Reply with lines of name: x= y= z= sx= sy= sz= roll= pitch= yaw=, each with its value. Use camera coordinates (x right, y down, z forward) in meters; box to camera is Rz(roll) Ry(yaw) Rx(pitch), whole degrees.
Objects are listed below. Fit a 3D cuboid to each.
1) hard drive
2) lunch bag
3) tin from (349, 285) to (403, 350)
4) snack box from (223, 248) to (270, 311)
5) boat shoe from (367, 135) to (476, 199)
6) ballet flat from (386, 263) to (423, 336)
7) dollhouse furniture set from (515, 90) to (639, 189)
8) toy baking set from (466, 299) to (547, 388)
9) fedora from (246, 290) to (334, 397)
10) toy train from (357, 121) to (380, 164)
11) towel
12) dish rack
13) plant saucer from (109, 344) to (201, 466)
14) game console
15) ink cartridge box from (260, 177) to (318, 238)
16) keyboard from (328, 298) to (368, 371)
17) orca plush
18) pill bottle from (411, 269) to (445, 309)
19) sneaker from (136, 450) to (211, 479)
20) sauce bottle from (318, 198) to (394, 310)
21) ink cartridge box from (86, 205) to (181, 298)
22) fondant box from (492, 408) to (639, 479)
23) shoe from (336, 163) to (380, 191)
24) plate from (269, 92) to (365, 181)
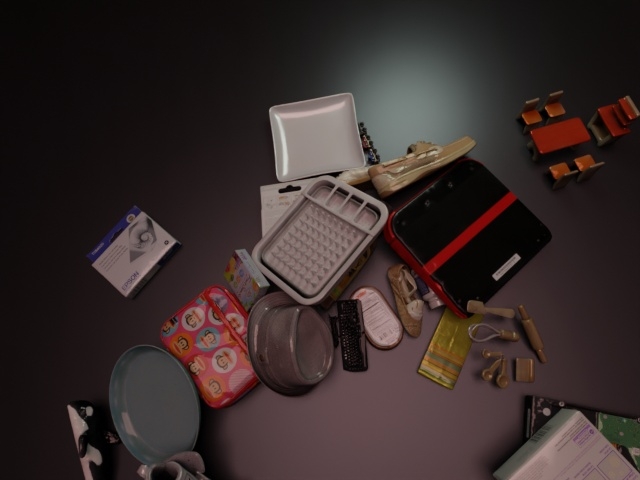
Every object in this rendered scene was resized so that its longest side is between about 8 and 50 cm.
hard drive: x=0.660 y=0.520 z=1.020 sx=0.339 sy=0.064 sz=0.237 roll=8 pitch=73 yaw=9
lunch bag: x=-0.256 y=0.275 z=1.176 sx=0.258 sy=0.120 sz=0.293 roll=-39 pitch=72 yaw=-12
tin: x=0.153 y=0.211 z=1.191 sx=0.106 sy=0.040 sz=0.190 roll=-31 pitch=71 yaw=-9
snack box: x=-0.202 y=0.106 z=1.169 sx=0.141 sy=0.037 sz=0.100 roll=51 pitch=128 yaw=28
boat shoe: x=0.298 y=-0.238 z=1.251 sx=0.341 sy=0.121 sz=0.110 roll=-27 pitch=84 yaw=-15
ballet flat: x=0.239 y=0.156 z=1.174 sx=0.073 sy=0.067 sz=0.206 roll=-4 pitch=66 yaw=-40
dollhouse furniture set: x=0.742 y=-0.316 z=1.246 sx=0.259 sy=0.135 sz=0.262 roll=-17 pitch=71 yaw=1
toy baking set: x=0.472 y=0.253 z=1.094 sx=0.196 sy=0.030 sz=0.256 roll=-19 pitch=90 yaw=-18
fedora: x=-0.055 y=0.256 z=1.093 sx=0.243 sy=0.124 sz=0.275 roll=3 pitch=74 yaw=-36
toy train: x=0.147 y=-0.305 z=1.364 sx=0.036 sy=0.027 sz=0.158 roll=-23 pitch=71 yaw=2
towel: x=0.352 y=0.269 z=1.160 sx=0.102 sy=0.021 sz=0.237 roll=27 pitch=76 yaw=8
dish rack: x=0.000 y=0.000 z=1.162 sx=0.285 sy=0.072 sz=0.333 roll=34 pitch=78 yaw=37
plant saucer: x=-0.424 y=0.423 z=1.118 sx=0.317 sy=0.043 sz=0.318 roll=1 pitch=93 yaw=26
game console: x=0.403 y=-0.025 z=1.198 sx=0.386 sy=0.060 sz=0.342 roll=-37 pitch=79 yaw=-18
ink cartridge box: x=-0.080 y=-0.063 z=1.300 sx=0.189 sy=0.066 sz=0.232 roll=-8 pitch=63 yaw=4
keyboard: x=0.069 y=0.257 z=1.163 sx=0.100 sy=0.038 sz=0.192 roll=-10 pitch=78 yaw=22
orca plush: x=-0.567 y=0.547 z=1.125 sx=0.102 sy=0.151 sz=0.287 roll=-14 pitch=64 yaw=-32
pill bottle: x=0.301 y=0.125 z=1.185 sx=0.067 sy=0.067 sz=0.120 roll=-20 pitch=71 yaw=-1
sneaker: x=-0.261 y=0.618 z=0.996 sx=0.365 sy=0.210 sz=0.137 roll=10 pitch=35 yaw=12
sauce bottle: x=0.081 y=0.032 z=1.217 sx=0.111 sy=0.111 sz=0.344 roll=34 pitch=79 yaw=15
ink cartridge box: x=-0.582 y=0.025 z=1.323 sx=0.224 sy=0.045 sz=0.223 roll=36 pitch=79 yaw=16
fondant box: x=0.584 y=0.576 z=0.927 sx=0.238 sy=0.096 sz=0.330 roll=-39 pitch=72 yaw=-7
shoe: x=0.100 y=-0.180 z=1.305 sx=0.219 sy=0.076 sz=0.058 roll=-16 pitch=68 yaw=-8
plate: x=-0.013 y=-0.323 z=1.378 sx=0.278 sy=0.045 sz=0.277 roll=-9 pitch=72 yaw=3
